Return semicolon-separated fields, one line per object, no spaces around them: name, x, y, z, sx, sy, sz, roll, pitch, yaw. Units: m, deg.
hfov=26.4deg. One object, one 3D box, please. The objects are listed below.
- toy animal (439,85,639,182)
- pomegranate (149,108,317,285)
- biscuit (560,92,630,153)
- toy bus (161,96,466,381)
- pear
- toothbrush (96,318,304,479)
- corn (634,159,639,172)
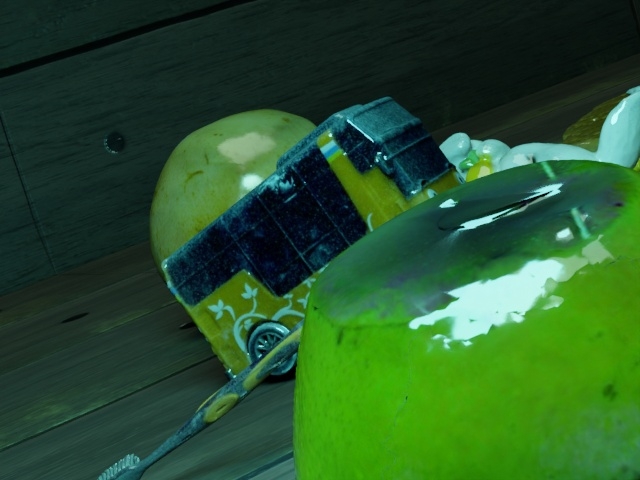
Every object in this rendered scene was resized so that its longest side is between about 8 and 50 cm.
toy animal;0.249;-0.050;1.553;0.325;0.208;0.154;-24;-36;30
pomegranate;-0.094;-0.035;1.877;0.319;0.319;0.319;-17;8;3
biscuit;0.502;-0.184;1.997;0.312;0.057;0.351;-20;9;15
toy bus;0.000;0.000;1.510;0.323;0.194;0.162;-38;-3;26
pear;0.144;0.057;0.954;0.399;0.165;0.399;-20;18;7
toothbrush;-0.083;0.140;1.229;0.321;0.023;0.031;-37;32;12
corn;0.422;-0.078;1.707;0.318;0.115;0.115;-21;9;-23
